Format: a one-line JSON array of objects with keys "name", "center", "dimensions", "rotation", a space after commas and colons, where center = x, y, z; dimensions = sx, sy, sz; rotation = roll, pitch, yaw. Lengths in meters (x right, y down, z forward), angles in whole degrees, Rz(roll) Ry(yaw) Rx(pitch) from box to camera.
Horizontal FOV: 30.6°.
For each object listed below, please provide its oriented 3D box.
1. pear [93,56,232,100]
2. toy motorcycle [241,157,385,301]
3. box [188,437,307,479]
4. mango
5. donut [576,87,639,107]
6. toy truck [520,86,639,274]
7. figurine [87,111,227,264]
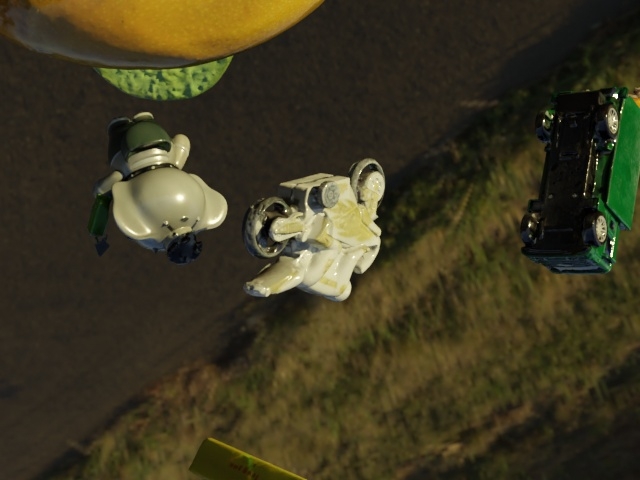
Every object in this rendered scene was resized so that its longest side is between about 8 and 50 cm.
[{"name": "pear", "center": [-0.213, -0.321, 1.642], "dimensions": [0.288, 0.239, 0.139], "rotation": [-10, -162, 12]}, {"name": "toy motorcycle", "center": [0.000, 0.000, 1.225], "dimensions": [0.074, 0.151, 0.228], "rotation": [11, -156, 35]}, {"name": "box", "center": [0.029, 0.258, 1.049], "dimensions": [0.279, 0.041, 0.153], "rotation": [36, 164, -35]}, {"name": "mango", "center": [-0.078, -0.128, 0.569], "dimensions": [0.190, 0.098, 0.075], "rotation": [-3, 154, 0]}, {"name": "donut", "center": [0.401, -0.141, 1.555], "dimensions": [0.181, 0.146, 0.078], "rotation": [-14, 135, -36]}, {"name": "toy truck", "center": [0.200, -0.045, 0.895], "dimensions": [0.065, 0.147, 0.079], "rotation": [-2, 155, 36]}, {"name": "figurine", "center": [-0.188, -0.054, 1.333], "dimensions": [0.147, 0.192, 0.126], "rotation": [-12, 151, -28]}]
